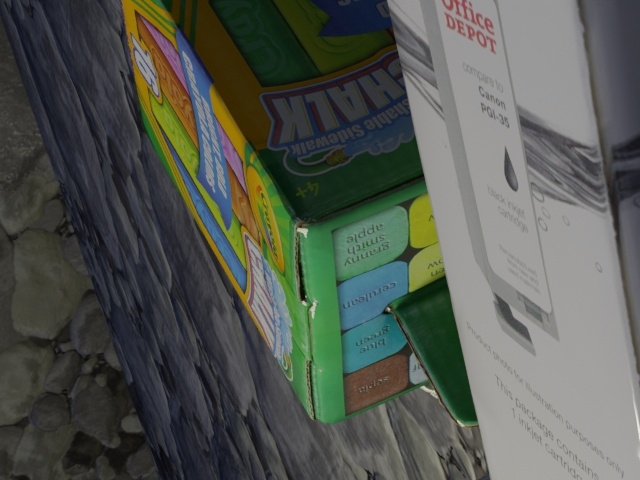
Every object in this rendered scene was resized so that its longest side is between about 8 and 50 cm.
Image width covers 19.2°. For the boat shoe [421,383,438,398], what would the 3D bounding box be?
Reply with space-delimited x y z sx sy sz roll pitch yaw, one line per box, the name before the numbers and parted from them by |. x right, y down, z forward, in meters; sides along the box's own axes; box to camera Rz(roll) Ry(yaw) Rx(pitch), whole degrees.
boat shoe | 0.025 -0.025 1.150 0.302 0.114 0.091 60 159 30

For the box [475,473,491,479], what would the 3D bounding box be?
box | 0.102 0.224 1.132 0.130 0.170 0.091 58 162 34

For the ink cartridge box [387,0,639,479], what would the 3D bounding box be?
ink cartridge box | 0.134 -0.053 0.483 0.117 0.207 0.283 43 152 55

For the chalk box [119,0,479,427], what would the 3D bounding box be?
chalk box | 0.038 -0.044 0.937 0.289 0.180 0.179 57 163 33
